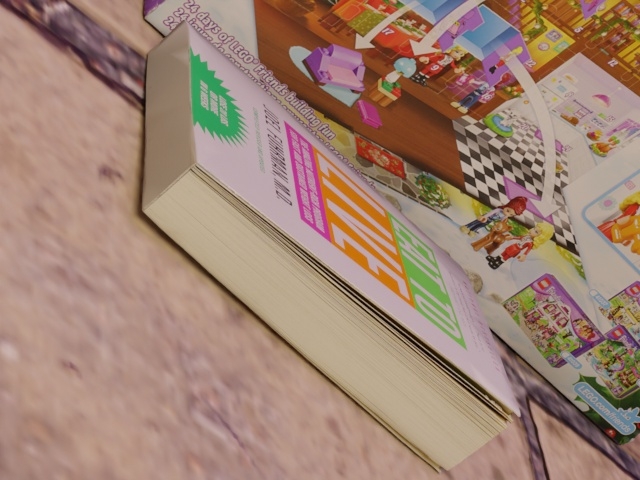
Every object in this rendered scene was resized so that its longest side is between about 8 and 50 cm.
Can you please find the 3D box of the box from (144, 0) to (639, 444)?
[{"bbox_3d":[0.108,-0.063,0.600,0.293,0.201,0.057,41,26,-29],"label":"box"}]

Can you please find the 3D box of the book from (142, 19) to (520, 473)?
[{"bbox_3d":[0.000,0.000,0.526,0.144,0.035,0.096,40,22,-28],"label":"book"}]
